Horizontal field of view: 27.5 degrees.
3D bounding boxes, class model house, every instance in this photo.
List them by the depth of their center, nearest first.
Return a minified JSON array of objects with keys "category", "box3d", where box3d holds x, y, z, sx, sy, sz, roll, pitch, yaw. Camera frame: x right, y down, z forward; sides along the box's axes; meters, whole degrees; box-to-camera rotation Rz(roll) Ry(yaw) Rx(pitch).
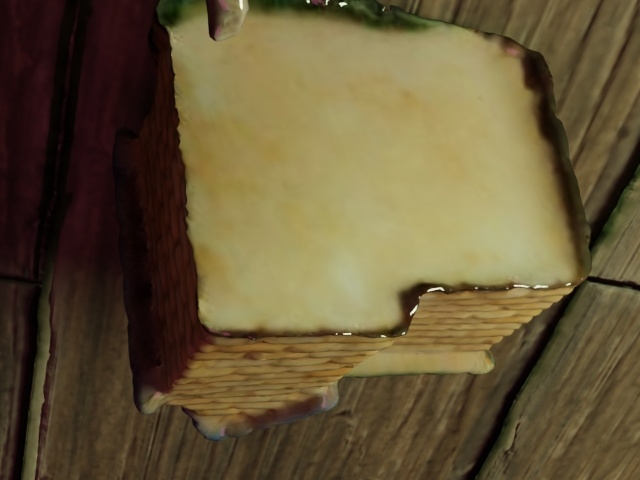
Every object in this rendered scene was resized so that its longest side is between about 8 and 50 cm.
[{"category":"model house","box3d":[0.000,0.000,0.600,0.183,0.166,0.172,1,153,-20]}]

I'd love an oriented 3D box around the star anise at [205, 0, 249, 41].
[{"category":"star anise","box3d":[-0.142,-0.162,0.383,0.227,0.148,0.218,27,156,29]}]
